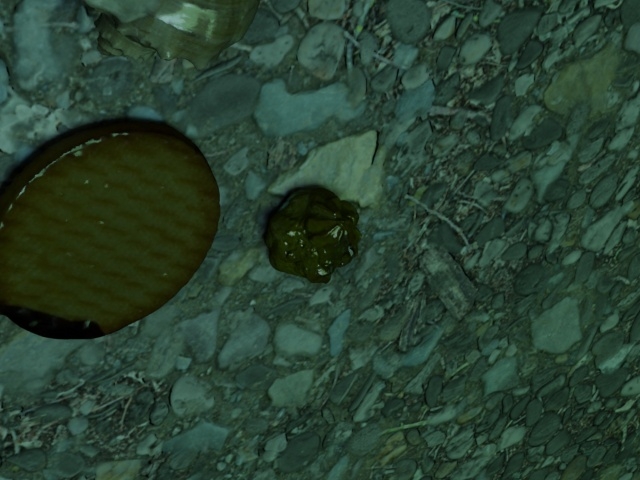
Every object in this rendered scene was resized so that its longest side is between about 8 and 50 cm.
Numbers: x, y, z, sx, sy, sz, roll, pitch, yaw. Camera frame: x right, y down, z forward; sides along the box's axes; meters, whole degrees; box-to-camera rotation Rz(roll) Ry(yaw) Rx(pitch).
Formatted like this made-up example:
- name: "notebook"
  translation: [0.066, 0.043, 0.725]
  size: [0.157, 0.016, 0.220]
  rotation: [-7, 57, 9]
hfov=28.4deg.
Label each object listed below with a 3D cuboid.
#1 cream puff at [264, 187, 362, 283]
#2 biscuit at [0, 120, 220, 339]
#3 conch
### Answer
- name: "cream puff"
  translation: [0.000, 0.000, 1.734]
  size: [0.146, 0.116, 0.146]
  rotation: [-22, 132, -27]
- name: "biscuit"
  translation: [-0.268, -0.009, 1.565]
  size: [0.318, 0.040, 0.318]
  rotation: [-23, 136, -23]
- name: "conch"
  translation: [-0.155, -0.332, 1.276]
  size: [0.263, 0.186, 0.324]
  rotation: [21, 101, -45]
